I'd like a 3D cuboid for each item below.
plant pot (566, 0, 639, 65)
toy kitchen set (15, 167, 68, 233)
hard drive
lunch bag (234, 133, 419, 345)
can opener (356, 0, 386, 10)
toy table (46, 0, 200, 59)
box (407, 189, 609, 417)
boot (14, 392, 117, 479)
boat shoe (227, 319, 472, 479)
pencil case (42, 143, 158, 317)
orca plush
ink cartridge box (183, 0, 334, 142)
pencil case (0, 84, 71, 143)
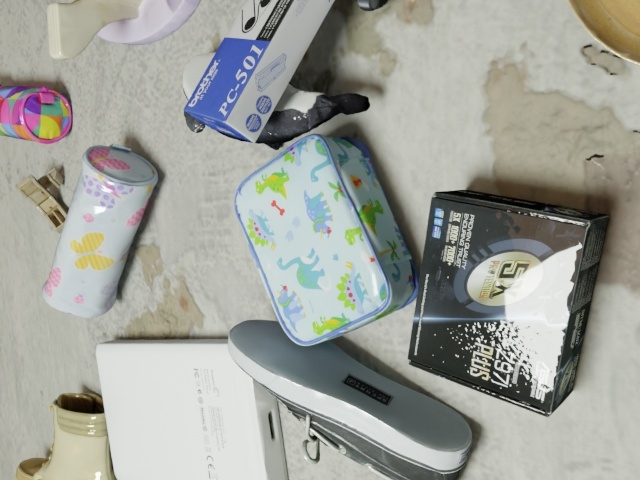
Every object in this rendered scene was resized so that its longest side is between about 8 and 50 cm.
[{"bbox_3d":[0.304,-0.247,0.472,0.236,0.032,0.236,8,106,29],"label":"plant pot"},{"bbox_3d":[-0.466,-0.074,1.084,0.068,0.083,0.075,-40,65,-11],"label":"toy kitchen set"},{"bbox_3d":[-0.205,0.266,0.936,0.353,0.047,0.233,-7,91,37],"label":"hard drive"},{"bbox_3d":[0.000,0.000,0.717,0.176,0.090,0.219,-31,77,35],"label":"lunch bag"},{"bbox_3d":[0.071,-0.332,0.639,0.073,0.059,0.186,37,119,47],"label":"can opener"},{"bbox_3d":[-0.307,-0.372,0.864,0.274,0.161,0.252,-9,90,37],"label":"toy table"},{"bbox_3d":[0.175,0.051,0.597,0.147,0.077,0.180,16,105,35],"label":"box"},{"bbox_3d":[-0.457,0.369,1.111,0.262,0.095,0.204,3,98,36],"label":"boot"},{"bbox_3d":[0.018,0.194,0.718,0.306,0.113,0.105,22,115,17],"label":"boat shoe"},{"bbox_3d":[-0.343,-0.011,0.967,0.124,0.113,0.273,-98,31,-59],"label":"pencil case"},{"bbox_3d":[-0.059,-0.161,0.761,0.287,0.102,0.151,10,62,36],"label":"orca plush"},{"bbox_3d":[-0.059,-0.210,0.660,0.097,0.046,0.207,26,86,48],"label":"ink cartridge box"},{"bbox_3d":[-0.544,-0.231,1.103,0.236,0.104,0.104,15,105,34],"label":"pencil case"}]
